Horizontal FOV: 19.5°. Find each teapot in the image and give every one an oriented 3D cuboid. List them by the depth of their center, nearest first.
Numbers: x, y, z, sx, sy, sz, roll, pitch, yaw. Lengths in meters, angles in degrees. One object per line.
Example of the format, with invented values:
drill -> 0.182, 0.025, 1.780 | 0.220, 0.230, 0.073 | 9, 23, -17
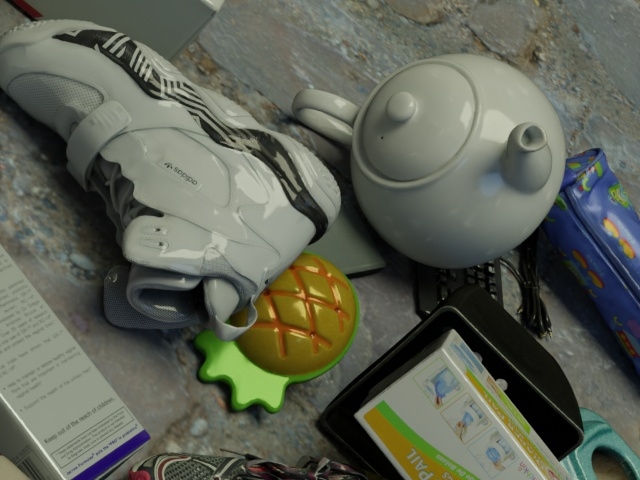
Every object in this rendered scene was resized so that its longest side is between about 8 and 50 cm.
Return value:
teapot -> 0.121, -0.104, 1.978 | 0.187, 0.256, 0.252 | 36, 28, -48

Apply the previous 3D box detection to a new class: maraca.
maraca -> -0.040, 0.086, 1.789 | 0.127, 0.099, 0.185 | 40, 61, 7

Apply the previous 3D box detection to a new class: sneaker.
sneaker -> -0.037, 0.233, 1.644 | 0.299, 0.112, 0.121 | 14, 48, -36
sneaker -> -0.177, -0.054, 1.726 | 0.366, 0.137, 0.210 | 29, 54, 2

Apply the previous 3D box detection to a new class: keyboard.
keyboard -> 0.189, 0.004, 2.142 | 0.201, 0.033, 0.317 | 26, 43, -27

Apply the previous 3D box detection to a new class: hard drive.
hard drive -> 0.000, 0.000, 1.961 | 0.135, 0.022, 0.094 | -10, 65, -49

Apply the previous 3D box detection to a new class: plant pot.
plant pot -> 0.140, 0.150, 1.851 | 0.188, 0.187, 0.167 | 44, 24, -6

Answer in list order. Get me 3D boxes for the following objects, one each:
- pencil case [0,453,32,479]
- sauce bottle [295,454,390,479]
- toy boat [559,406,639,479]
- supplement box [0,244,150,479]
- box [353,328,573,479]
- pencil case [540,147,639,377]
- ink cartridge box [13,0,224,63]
pencil case -> -0.213, 0.284, 1.377 | 0.410, 0.160, 0.183 | 41, 28, -10
sauce bottle -> 0.033, 0.236, 1.769 | 0.128, 0.042, 0.042 | 24, 43, -26
toy boat -> 0.268, 0.302, 1.856 | 0.267, 0.148, 0.318 | 54, 37, 7
supplement box -> -0.263, 0.123, 1.514 | 0.220, 0.111, 0.114 | 51, 37, 4
box -> 0.138, 0.197, 1.691 | 0.203, 0.103, 0.114 | 52, 11, 0
pencil case -> 0.360, 0.038, 2.180 | 0.306, 0.119, 0.133 | 54, 3, -1
ink cartridge box -> -0.204, -0.381, 1.981 | 0.279, 0.160, 0.384 | 38, 38, -14
